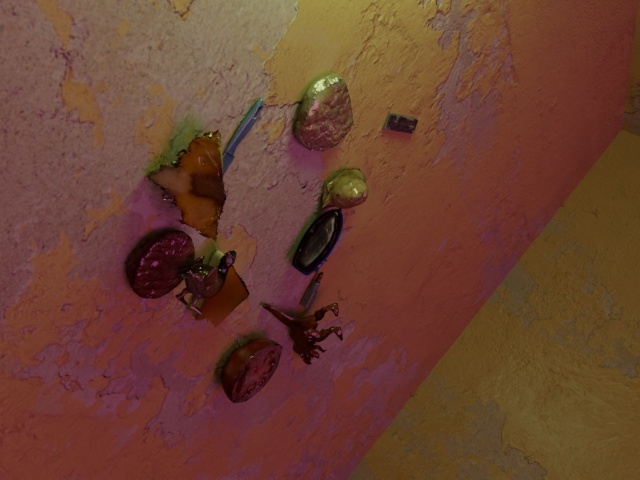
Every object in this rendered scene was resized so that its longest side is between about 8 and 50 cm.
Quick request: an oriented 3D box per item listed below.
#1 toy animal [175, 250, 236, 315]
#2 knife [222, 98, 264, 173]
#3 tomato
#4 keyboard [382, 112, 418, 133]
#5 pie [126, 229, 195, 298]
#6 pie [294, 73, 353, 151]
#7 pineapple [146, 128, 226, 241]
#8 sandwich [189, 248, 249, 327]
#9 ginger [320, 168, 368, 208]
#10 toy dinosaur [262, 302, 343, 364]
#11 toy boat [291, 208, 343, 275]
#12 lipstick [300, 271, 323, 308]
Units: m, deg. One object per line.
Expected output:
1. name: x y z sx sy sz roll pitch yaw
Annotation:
1. toy animal: -0.273 0.080 1.610 0.179 0.089 0.188 -53 159 -10
2. knife: -0.217 -0.195 1.571 0.313 0.019 0.044 -56 152 5
3. tomato: -0.218 0.386 2.054 0.225 0.085 0.225 -38 146 -32
4. keyboard: 0.246 -0.354 2.049 0.165 0.017 0.055 -4 123 -52
5. pie: -0.369 0.057 1.565 0.182 0.049 0.183 -34 145 -29
6. pie: 0.010 -0.316 1.726 0.185 0.052 0.218 -46 150 -18
7. pineapple: -0.287 -0.133 1.472 0.164 0.140 0.250 -4 116 -3
8. sandwich: -0.280 0.136 1.755 0.162 0.058 0.193 -44 146 -18
9. ginger: 0.103 -0.147 1.964 0.193 0.122 0.115 -29 128 -48
10. toy dinosaur: -0.032 0.270 2.166 0.208 0.097 0.432 -18 139 3
11. toy boat: 0.000 0.000 1.978 0.223 0.100 0.097 -56 176 4
12. lipstick: -0.022 0.155 2.153 0.030 0.030 0.129 4 116 -55
